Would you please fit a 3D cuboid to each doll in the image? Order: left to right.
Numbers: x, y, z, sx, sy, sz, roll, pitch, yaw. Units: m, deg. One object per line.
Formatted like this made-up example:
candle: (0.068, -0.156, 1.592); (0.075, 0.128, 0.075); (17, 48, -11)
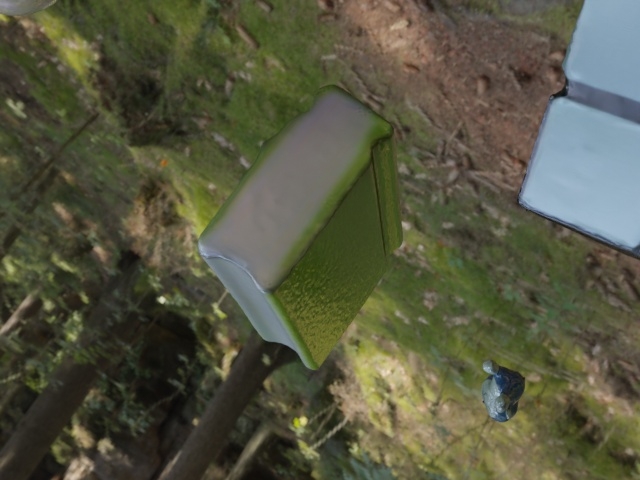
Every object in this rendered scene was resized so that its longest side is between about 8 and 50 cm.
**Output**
doll: (0.238, 0.204, 0.957); (0.050, 0.076, 0.083); (-4, 145, -6)

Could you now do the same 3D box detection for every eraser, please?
eraser: (0.000, 0.000, 0.740); (0.092, 0.210, 0.274); (30, 162, 21)

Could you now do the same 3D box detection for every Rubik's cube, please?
Rubik's cube: (0.240, -0.091, 0.420); (0.167, 0.183, 0.180); (26, 129, 22)

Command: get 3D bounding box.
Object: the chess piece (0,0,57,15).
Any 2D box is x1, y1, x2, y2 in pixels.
chess piece: (-0.158, -0.172, 0.306); (0.094, 0.094, 0.170); (25, 161, 20)
